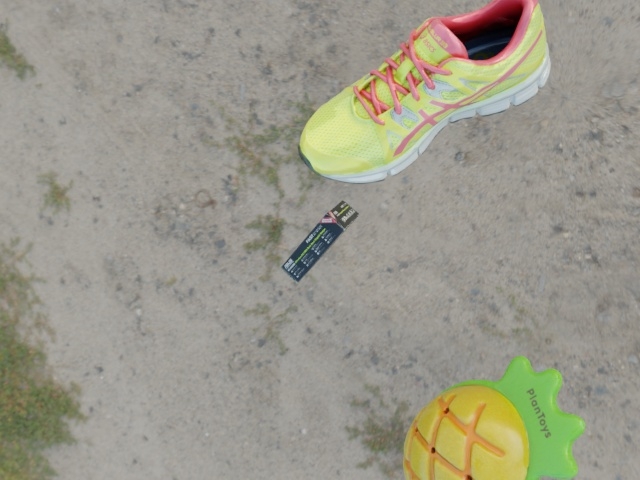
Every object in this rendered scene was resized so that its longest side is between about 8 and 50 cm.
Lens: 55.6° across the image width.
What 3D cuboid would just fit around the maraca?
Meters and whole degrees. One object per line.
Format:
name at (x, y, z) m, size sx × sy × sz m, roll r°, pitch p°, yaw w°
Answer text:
maraca at (0.144, 0.180, 0.533) m, size 0.185 × 0.099 × 0.127 m, roll -45°, pitch 44°, yaw 32°

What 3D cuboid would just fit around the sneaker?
sneaker at (0.072, -0.120, 0.448) m, size 0.209 × 0.094 × 0.081 m, roll -30°, pitch 65°, yaw 0°

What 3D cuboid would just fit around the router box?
router box at (0.000, 0.000, 0.948) m, size 0.038 × 0.092 × 0.122 m, roll 42°, pitch 113°, yaw 2°
